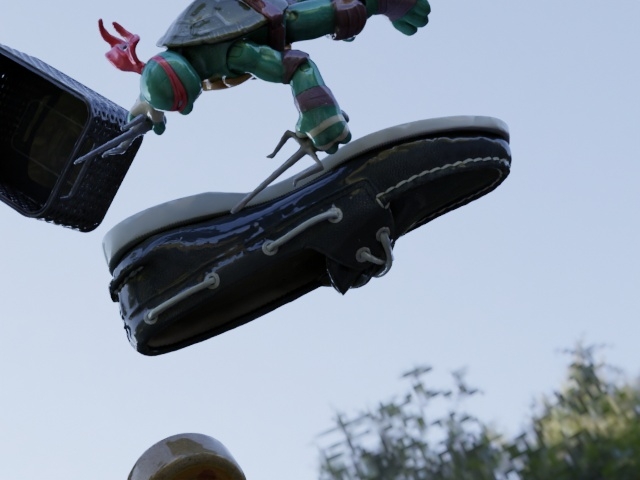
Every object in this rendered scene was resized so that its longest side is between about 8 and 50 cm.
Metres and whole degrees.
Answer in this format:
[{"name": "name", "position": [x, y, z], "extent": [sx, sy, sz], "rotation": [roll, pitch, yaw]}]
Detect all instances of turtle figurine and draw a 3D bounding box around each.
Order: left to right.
[{"name": "turtle figurine", "position": [-0.046, -0.115, 1.068], "extent": [0.234, 0.175, 0.118], "rotation": [-35, -48, -34]}]

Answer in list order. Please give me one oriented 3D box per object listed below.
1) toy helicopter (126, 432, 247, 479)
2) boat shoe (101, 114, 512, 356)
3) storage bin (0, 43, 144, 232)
[{"name": "toy helicopter", "position": [-0.074, 0.296, 1.165], "extent": [0.235, 0.140, 0.355], "rotation": [-23, -63, -13]}, {"name": "boat shoe", "position": [0.000, 0.000, 1.146], "extent": [0.303, 0.091, 0.114], "rotation": [-21, -25, 5]}, {"name": "storage bin", "position": [-0.268, -0.098, 1.510], "extent": [0.084, 0.180, 0.122], "rotation": [18, -80, -59]}]
